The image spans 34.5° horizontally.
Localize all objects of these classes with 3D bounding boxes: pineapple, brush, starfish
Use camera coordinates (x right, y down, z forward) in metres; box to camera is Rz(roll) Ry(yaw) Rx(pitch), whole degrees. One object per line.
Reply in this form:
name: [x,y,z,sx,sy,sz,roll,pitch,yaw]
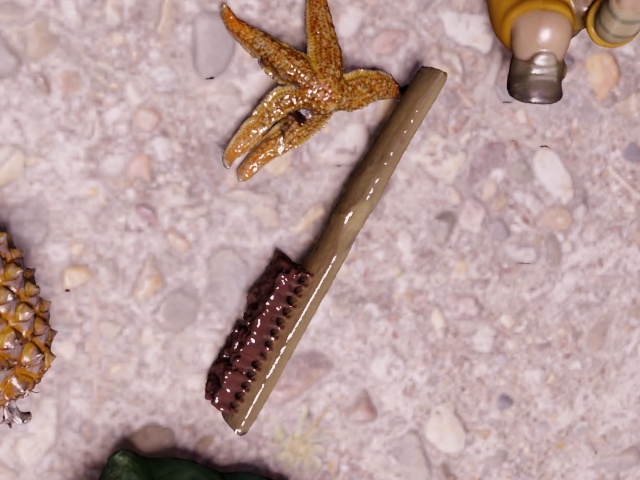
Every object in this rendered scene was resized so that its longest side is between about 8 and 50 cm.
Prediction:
pineapple: [-0.197,0.001,0.526,0.083,0.103,0.221,-23,107,-14]
brush: [0.000,0.000,0.616,0.036,0.043,0.248,29,94,-24]
starfish: [0.004,-0.096,0.612,0.130,0.041,0.133,3,98,-21]

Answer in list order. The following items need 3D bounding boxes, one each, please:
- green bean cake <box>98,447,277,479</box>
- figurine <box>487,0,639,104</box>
green bean cake: [-0.152,0.265,0.551,0.308,0.169,0.300,18,93,-20]
figurine: [0.225,-0.176,0.616,0.257,0.167,0.192,-3,105,5]
